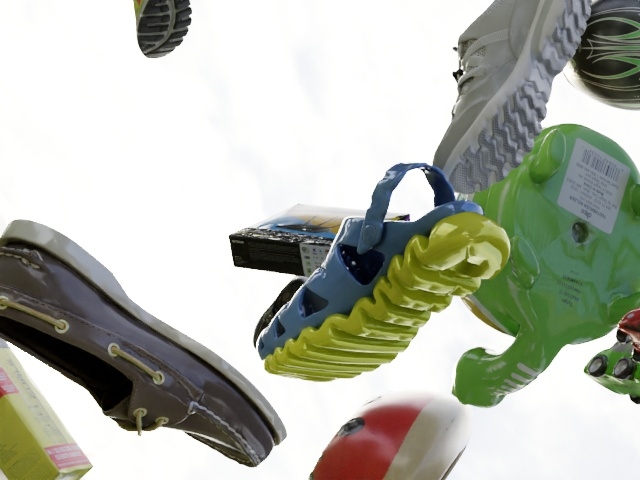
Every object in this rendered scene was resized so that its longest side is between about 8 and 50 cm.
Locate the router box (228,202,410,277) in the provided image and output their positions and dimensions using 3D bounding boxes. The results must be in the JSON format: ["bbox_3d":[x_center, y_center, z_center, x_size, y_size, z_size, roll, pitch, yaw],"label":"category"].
[{"bbox_3d":[0.000,0.000,1.746,0.179,0.133,0.046,7,-67,40],"label":"router box"}]

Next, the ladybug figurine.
[{"bbox_3d":[0.092,0.341,2.182,0.162,0.305,0.449,35,3,10],"label":"ladybug figurine"}]

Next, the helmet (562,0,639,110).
[{"bbox_3d":[0.392,-0.236,1.812,0.161,0.169,0.169,12,-51,58],"label":"helmet"}]

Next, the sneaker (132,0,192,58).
[{"bbox_3d":[-0.234,-0.360,2.090,0.094,0.081,0.209,47,-41,48],"label":"sneaker"}]

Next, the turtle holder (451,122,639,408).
[{"bbox_3d":[0.261,0.028,1.744,0.227,0.243,0.320,-7,-91,61],"label":"turtle holder"}]

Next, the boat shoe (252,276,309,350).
[{"bbox_3d":[-0.061,0.110,2.222,0.049,0.142,0.040,34,10,9],"label":"boat shoe"}]

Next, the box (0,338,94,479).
[{"bbox_3d":[-0.352,0.179,1.629,0.232,0.058,0.087,53,13,15],"label":"box"}]

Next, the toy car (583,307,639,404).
[{"bbox_3d":[0.307,0.109,1.259,0.239,0.053,0.225,32,-13,-20],"label":"toy car"}]

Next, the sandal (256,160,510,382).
[{"bbox_3d":[0.051,0.034,1.466,0.317,0.126,0.138,-38,-125,31],"label":"sandal"}]

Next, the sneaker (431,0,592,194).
[{"bbox_3d":[0.185,-0.171,1.567,0.115,0.281,0.105,19,-23,31],"label":"sneaker"}]

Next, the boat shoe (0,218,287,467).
[{"bbox_3d":[-0.171,0.115,1.315,0.324,0.097,0.116,41,-30,-21],"label":"boat shoe"}]
